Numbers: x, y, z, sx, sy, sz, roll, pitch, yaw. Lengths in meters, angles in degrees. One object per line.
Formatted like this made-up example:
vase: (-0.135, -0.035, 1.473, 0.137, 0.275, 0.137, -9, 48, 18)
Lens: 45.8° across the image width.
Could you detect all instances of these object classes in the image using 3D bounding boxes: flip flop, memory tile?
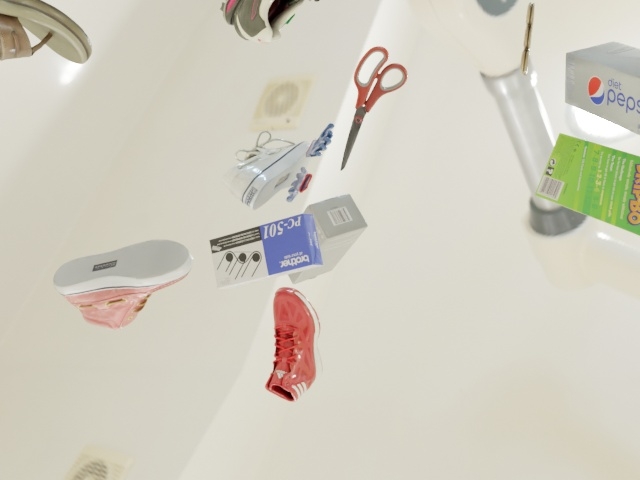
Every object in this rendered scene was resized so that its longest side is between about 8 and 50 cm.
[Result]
flip flop: (-0.355, -0.240, 0.813, 0.112, 0.277, 0.080, 26, -85, 15)
memory tile: (0.347, -0.335, 1.272, 0.012, 0.113, 0.148, 7, -169, 15)

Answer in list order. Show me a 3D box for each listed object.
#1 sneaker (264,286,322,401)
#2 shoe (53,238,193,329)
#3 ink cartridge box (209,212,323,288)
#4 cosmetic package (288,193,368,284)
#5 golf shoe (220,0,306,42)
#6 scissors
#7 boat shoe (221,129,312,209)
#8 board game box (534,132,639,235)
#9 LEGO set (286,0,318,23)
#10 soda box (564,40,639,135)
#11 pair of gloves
sneaker: (-0.057, 0.207, 1.427, 0.087, 0.221, 0.128, -5, -155, 26)
shoe: (-0.221, 0.054, 0.899, 0.178, 0.081, 0.063, -10, -137, 16)
ink cartridge box: (-0.102, 0.022, 1.396, 0.207, 0.046, 0.097, -14, -99, 25)
cosmetic package: (0.000, 0.000, 1.814, 0.127, 0.107, 0.238, -18, 162, -33)
golf shoe: (-0.043, -0.436, 1.215, 0.120, 0.105, 0.272, 37, -80, 41)
scissors: (0.082, -0.291, 1.680, 0.297, 0.109, 0.021, -54, -165, 30)
boat shoe: (-0.146, -0.200, 1.960, 0.367, 0.156, 0.135, -44, 166, -54)
board game box: (0.499, -0.096, 1.313, 0.259, 0.039, 0.124, 34, -72, 53)
LEGO set: (-0.140, -0.576, 1.412, 0.192, 0.331, 0.254, 33, -89, 43)
soda box: (0.494, -0.229, 1.163, 0.098, 0.091, 0.286, -14, -153, -10)
pair of gloves: (-0.022, -0.176, 1.729, 0.198, 0.023, 0.159, -63, -167, -6)
